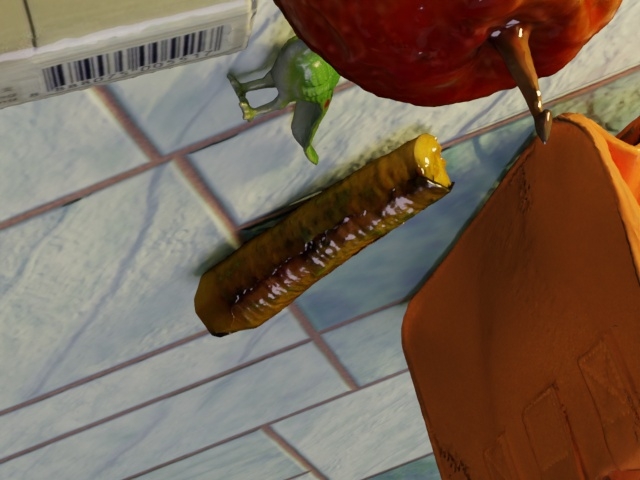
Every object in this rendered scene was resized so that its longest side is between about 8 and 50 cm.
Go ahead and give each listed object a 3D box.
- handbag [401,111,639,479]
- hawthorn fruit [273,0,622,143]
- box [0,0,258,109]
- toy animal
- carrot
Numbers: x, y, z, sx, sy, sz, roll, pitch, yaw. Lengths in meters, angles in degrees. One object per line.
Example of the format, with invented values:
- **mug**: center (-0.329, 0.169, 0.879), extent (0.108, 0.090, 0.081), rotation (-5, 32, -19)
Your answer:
- **handbag**: center (0.219, 0.098, 1.198), extent (0.116, 0.303, 0.410), rotation (-3, 151, -22)
- **hawthorn fruit**: center (0.070, -0.142, 0.654), extent (0.207, 0.243, 0.207), rotation (-16, 153, -8)
- **box**: center (-0.172, -0.135, 0.574), extent (0.259, 0.168, 0.071), rotation (-16, 170, -12)
- **toy animal**: center (-0.025, -0.095, 0.931), extent (0.075, 0.041, 0.217), rotation (-16, 160, -13)
- **carrot**: center (0.000, 0.000, 1.113), extent (0.260, 0.070, 0.070), rotation (-33, 153, 26)
